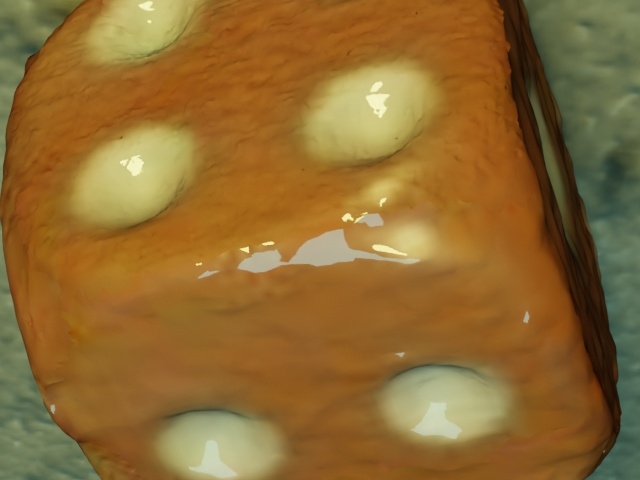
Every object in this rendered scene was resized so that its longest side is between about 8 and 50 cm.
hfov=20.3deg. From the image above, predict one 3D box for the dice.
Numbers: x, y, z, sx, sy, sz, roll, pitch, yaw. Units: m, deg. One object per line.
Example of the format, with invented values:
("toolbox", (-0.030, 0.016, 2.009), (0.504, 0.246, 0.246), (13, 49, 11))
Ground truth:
("dice", (0.000, 0.000, 0.621), (0.179, 0.174, 0.175), (-13, 137, 11))
